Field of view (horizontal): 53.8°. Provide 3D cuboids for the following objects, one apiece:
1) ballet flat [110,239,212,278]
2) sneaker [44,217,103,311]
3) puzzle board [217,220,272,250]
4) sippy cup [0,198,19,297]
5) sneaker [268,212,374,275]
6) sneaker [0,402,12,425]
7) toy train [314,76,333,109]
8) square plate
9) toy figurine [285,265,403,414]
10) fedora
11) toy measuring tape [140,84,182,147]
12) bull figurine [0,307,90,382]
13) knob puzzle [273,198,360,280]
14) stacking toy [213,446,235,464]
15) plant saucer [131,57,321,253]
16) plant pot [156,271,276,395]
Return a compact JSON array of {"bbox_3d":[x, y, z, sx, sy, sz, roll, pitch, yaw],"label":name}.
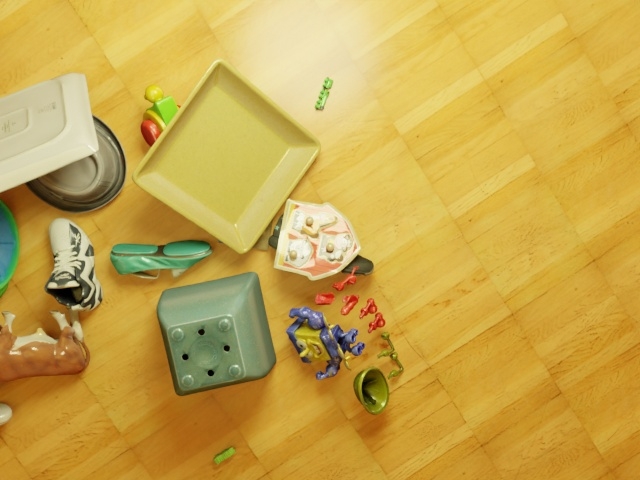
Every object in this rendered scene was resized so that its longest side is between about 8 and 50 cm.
[{"bbox_3d":[-0.383,0.049,1.536,0.247,0.083,0.087,-2,119,-2],"label":"ballet flat"},{"bbox_3d":[-0.593,0.062,1.481,0.094,0.153,0.235,-11,95,-3],"label":"sneaker"},{"bbox_3d":[-0.185,-0.032,1.563,0.128,0.011,0.096,9,95,-3],"label":"puzzle board"},{"bbox_3d":[-0.858,0.010,1.441,0.224,0.240,0.306,-2,84,8],"label":"sippy cup"},{"bbox_3d":[0.011,0.010,1.531,0.267,0.101,0.106,20,91,-4],"label":"sneaker"},{"bbox_3d":[-0.848,0.466,1.549,0.212,0.080,0.094,-13,107,5],"label":"sneaker"},{"bbox_3d":[0.009,-0.358,1.543,0.023,0.017,0.083,19,93,-14],"label":"toy train"},{"bbox_3d":[-0.671,-0.237,1.380,0.344,0.347,0.049,-24,137,-4],"label":"square plate"},{"bbox_3d":[0.027,0.247,1.549,0.217,0.191,0.363,-5,125,36],"label":"toy figurine"},{"bbox_3d":[-0.598,-0.190,1.476,0.275,0.124,0.244,39,91,-5],"label":"fedora"},{"bbox_3d":[-0.342,-0.214,1.510,0.121,0.121,0.330,-21,116,-1],"label":"toy measuring tape"},{"bbox_3d":[-0.700,0.253,1.473,0.310,0.101,0.189,1,95,-36],"label":"bull figurine"},{"bbox_3d":[0.000,0.000,1.481,0.213,0.030,0.213,1,77,-2],"label":"knob puzzle"},{"bbox_3d":[-0.270,0.651,1.592,0.221,0.052,0.167,-33,95,0],"label":"stacking toy"},{"bbox_3d":[-0.216,-0.189,1.463,0.332,0.081,0.333,37,88,-31],"label":"plant saucer"},{"bbox_3d":[-0.248,0.228,1.460,0.247,0.252,0.247,-12,94,-2],"label":"plant pot"}]
